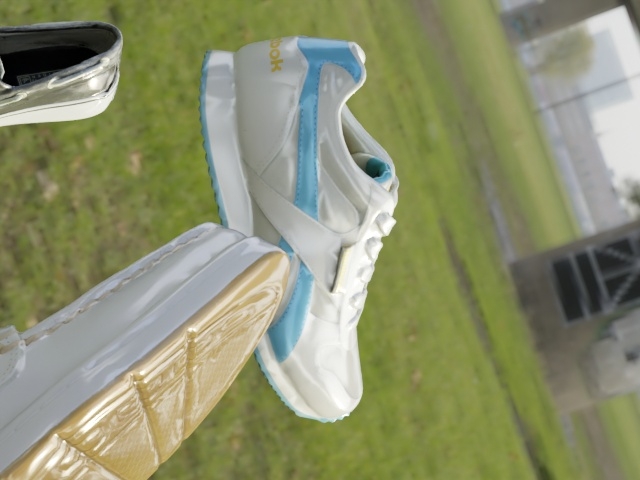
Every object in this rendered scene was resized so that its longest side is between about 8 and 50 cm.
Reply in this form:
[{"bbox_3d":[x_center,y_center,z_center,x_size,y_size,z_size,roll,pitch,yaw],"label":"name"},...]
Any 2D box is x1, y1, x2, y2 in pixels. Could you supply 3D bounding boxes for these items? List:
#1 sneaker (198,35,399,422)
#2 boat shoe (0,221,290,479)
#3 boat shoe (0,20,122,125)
[{"bbox_3d":[0.000,0.000,0.827,0.087,0.092,0.229,-84,163,-62],"label":"sneaker"},{"bbox_3d":[-0.133,0.070,0.528,0.096,0.277,0.098,43,-22,22],"label":"boat shoe"},{"bbox_3d":[-0.246,-0.118,1.066,0.078,0.219,0.070,63,-28,23],"label":"boat shoe"}]
